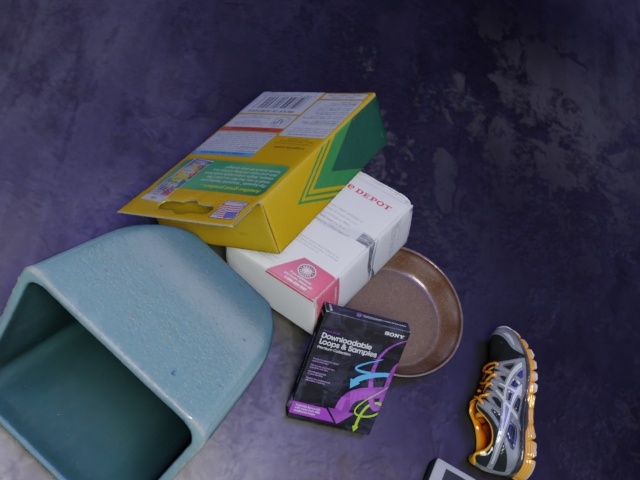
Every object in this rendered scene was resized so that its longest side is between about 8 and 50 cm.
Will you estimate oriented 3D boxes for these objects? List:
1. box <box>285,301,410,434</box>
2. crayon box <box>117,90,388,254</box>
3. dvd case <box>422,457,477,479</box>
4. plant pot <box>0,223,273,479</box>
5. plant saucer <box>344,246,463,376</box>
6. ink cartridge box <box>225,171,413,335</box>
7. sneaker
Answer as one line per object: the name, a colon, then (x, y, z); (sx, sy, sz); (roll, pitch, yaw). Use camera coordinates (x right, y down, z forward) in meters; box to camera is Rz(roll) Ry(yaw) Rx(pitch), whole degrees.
box: (0.034, 0.166, 1.140); (0.116, 0.162, 0.029); (15, 19, -12)
crayon box: (-0.081, -0.086, 1.173); (0.323, 0.203, 0.083); (-46, 130, -38)
dvd case: (0.217, 0.416, 1.145); (0.238, 0.029, 0.179); (31, 57, -4)
plant pot: (-0.198, 0.128, 1.024); (0.248, 0.247, 0.252); (43, 38, 5)
plant saucer: (0.105, 0.102, 1.259); (0.198, 0.036, 0.199); (8, 62, -16)
ink cartridge box: (0.000, 0.000, 1.214); (0.158, 0.092, 0.218); (32, 57, 23)
sneaker: (0.246, 0.219, 1.227); (0.083, 0.084, 0.215); (8, 63, -11)
